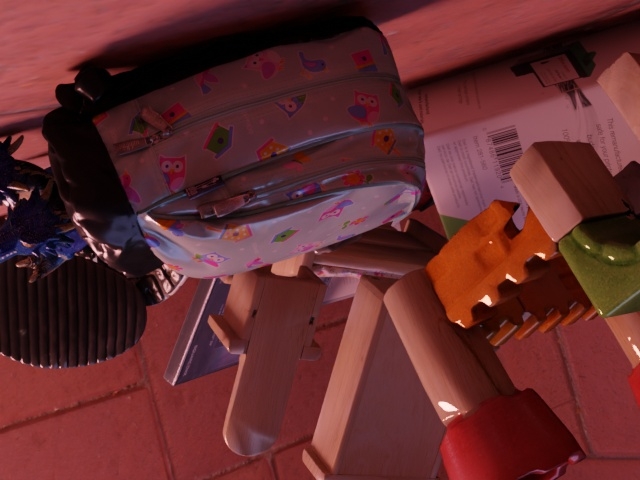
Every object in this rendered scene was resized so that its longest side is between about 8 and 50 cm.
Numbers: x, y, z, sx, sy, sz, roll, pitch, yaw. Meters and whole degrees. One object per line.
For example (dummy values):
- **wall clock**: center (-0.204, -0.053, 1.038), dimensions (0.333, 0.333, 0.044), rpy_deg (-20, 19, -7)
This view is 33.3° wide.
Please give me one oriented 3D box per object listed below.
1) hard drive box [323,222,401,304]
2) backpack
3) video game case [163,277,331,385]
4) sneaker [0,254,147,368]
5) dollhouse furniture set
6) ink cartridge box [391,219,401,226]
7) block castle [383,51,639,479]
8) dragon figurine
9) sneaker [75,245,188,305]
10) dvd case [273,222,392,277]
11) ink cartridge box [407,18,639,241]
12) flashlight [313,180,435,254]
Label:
- **hard drive box**: center (0.000, 0.000, 1.601), dimensions (0.232, 0.181, 0.089), rpy_deg (-14, -174, -19)
- **backpack**: center (-0.038, -0.045, 0.565), dimensions (0.182, 0.115, 0.152), rpy_deg (-18, 177, -3)
- **video game case**: center (-0.077, 0.079, 1.415), dimensions (0.026, 0.196, 0.274), rpy_deg (36, -153, 27)
- **sneaker**: center (-0.340, 0.052, 1.087), dimensions (0.331, 0.122, 0.146), rpy_deg (4, -170, -7)
- **dollhouse furniture set**: center (-0.010, 0.069, 1.020), dimensions (0.303, 0.173, 0.355), rpy_deg (9, -165, -27)
- **ink cartridge box**: center (0.027, -0.035, 1.363), dimensions (0.239, 0.060, 0.275), rpy_deg (-41, 164, 34)
- **block castle**: center (0.280, 0.001, 0.632), dimensions (0.303, 0.212, 0.453), rpy_deg (-8, 151, -40)
- **dragon figurine**: center (-0.122, -0.033, 0.723), dimensions (0.289, 0.085, 0.144), rpy_deg (-13, 178, -37)
- **sneaker**: center (-0.186, -0.004, 1.162), dimensions (0.147, 0.129, 0.330), rpy_deg (-40, -173, -31)
- **dvd case**: center (0.000, 0.004, 1.282), dimensions (0.221, 0.018, 0.164), rpy_deg (-29, 166, -16)
- **ink cartridge box**: center (0.199, -0.071, 0.879), dimensions (0.220, 0.160, 0.092), rpy_deg (-15, -146, 12)
- **flashlight**: center (0.037, -0.054, 1.007), dimensions (0.103, 0.103, 0.304), rpy_deg (-44, 171, 25)
